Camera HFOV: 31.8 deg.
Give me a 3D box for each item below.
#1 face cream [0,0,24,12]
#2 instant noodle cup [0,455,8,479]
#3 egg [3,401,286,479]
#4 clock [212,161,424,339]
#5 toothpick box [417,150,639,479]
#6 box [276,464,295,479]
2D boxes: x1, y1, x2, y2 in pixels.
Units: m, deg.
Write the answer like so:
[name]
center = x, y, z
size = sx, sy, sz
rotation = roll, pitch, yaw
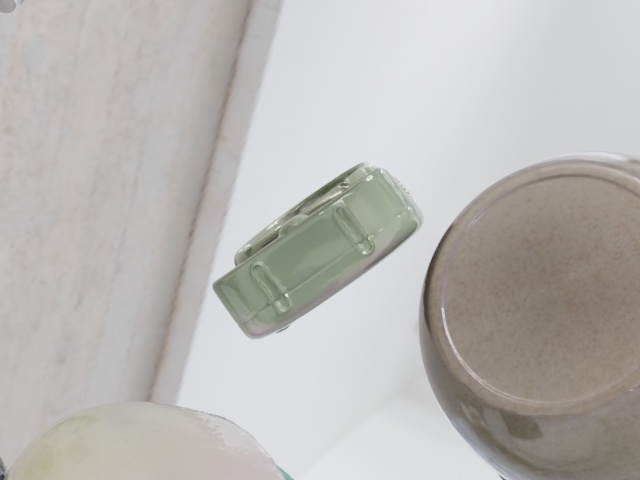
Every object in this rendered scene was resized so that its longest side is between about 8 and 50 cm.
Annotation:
[face cream]
center = -0.271, -0.255, 1.035
size = 0.034, 0.034, 0.130
rotation = 91, 9, -49
[instant noodle cup]
center = -0.383, 0.225, 1.057
size = 0.127, 0.127, 0.136
rotation = -57, 138, -17
[egg]
center = -0.121, 0.183, 0.735
size = 0.206, 0.162, 0.271
rotation = 2, 156, -36
[clock]
center = 0.000, 0.000, 1.470
size = 0.265, 0.108, 0.324
rotation = -36, -175, 7
[toothpick box]
center = 0.345, 0.120, 1.310
size = 0.409, 0.409, 0.425
rotation = -61, 144, -6
[box]
center = -0.038, 0.353, 1.027
size = 0.205, 0.118, 0.311
rotation = -44, 123, -13
